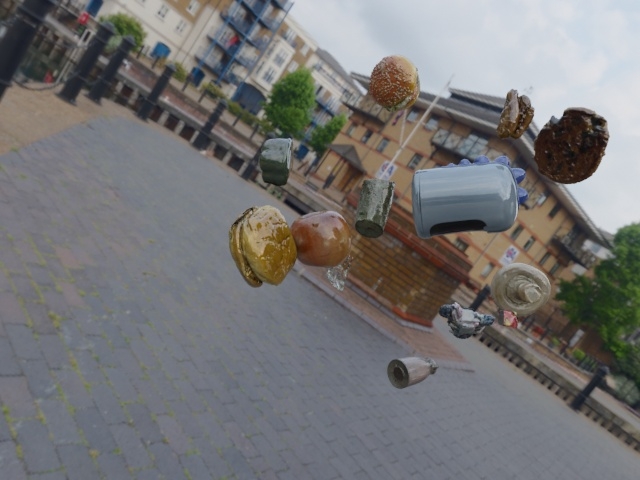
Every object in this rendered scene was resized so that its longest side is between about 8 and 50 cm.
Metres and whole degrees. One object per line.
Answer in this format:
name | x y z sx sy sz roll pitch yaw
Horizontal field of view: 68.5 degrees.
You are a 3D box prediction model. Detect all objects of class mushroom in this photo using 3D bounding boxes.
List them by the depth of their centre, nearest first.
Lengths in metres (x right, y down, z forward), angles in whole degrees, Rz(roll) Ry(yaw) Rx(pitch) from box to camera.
mushroom | 0.751 0.194 1.743 0.206 0.206 0.209 32 21 -23

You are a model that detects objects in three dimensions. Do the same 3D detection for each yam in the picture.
yam | 0.224 -0.152 1.952 0.154 0.254 0.154 15 -16 4

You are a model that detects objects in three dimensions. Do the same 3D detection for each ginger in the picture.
ginger | 0.633 -0.399 1.506 0.103 0.162 0.073 10 9 -9

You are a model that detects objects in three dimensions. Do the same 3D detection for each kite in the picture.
kite | 0.103 0.138 2.352 0.127 0.016 0.229 48 47 -22

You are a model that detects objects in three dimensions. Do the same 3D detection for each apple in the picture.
apple | 0.000 0.000 1.893 0.253 0.253 0.253 34 7 -5

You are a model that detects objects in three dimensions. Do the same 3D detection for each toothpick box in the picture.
toothpick box | 0.492 -0.146 1.550 0.355 0.263 0.263 -4 -6 19

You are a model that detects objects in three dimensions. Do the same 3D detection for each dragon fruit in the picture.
dragon fruit | 0.630 0.261 1.566 0.060 0.056 0.083 11 -5 9

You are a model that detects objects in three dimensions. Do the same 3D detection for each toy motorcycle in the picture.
toy motorcycle | 0.646 0.338 2.034 0.239 0.204 0.108 36 44 -42

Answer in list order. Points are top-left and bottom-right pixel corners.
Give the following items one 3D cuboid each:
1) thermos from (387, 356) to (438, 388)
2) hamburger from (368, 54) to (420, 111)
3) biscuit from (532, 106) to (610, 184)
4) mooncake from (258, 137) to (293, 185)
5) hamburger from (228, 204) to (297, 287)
thermos | 0.340 0.481 1.754 0.193 0.105 0.137 0 -13 -39
hamburger | 0.311 -0.657 1.959 0.237 0.237 0.147 36 35 11
biscuit | 1.099 -0.417 2.067 0.289 0.334 0.081 33 32 31
mooncake | -0.144 -0.263 1.588 0.104 0.168 0.175 -2 -3 7
hamburger | -0.209 0.020 1.714 0.318 0.158 0.318 46 37 -50
